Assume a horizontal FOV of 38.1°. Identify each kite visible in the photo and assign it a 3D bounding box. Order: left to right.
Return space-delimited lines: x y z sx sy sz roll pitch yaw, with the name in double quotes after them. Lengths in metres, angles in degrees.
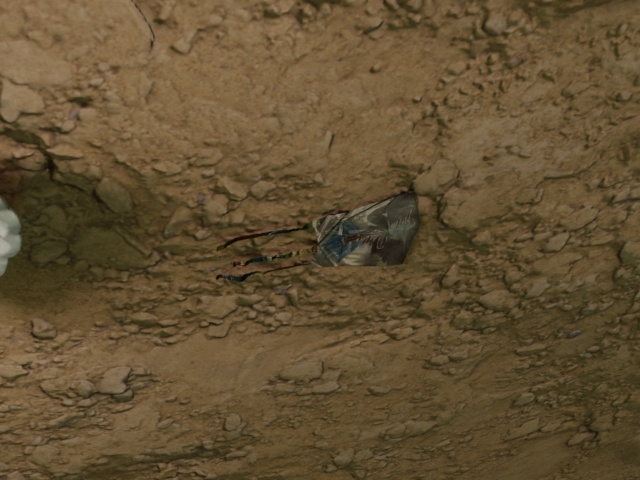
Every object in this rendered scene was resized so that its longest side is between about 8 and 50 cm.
-0.001 -0.002 1.354 0.310 0.015 0.169 -8 143 -14 "kite"

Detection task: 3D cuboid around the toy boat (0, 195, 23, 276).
-0.470 -0.008 1.104 0.199 0.100 0.290 12 135 -32 "toy boat"
